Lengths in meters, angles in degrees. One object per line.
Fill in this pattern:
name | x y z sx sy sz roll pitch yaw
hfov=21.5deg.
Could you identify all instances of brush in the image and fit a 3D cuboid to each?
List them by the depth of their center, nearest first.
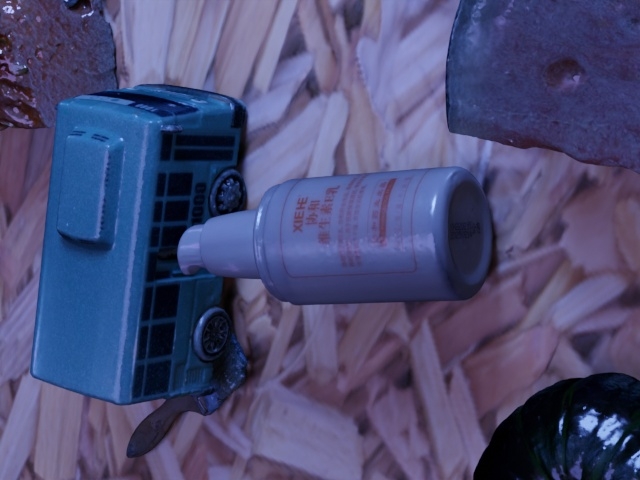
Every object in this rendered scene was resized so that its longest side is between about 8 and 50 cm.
brush | -0.128 0.144 1.513 0.196 0.021 0.070 -48 68 37

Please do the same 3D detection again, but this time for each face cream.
face cream | 0.000 0.000 1.296 0.252 0.101 0.101 -3 101 29

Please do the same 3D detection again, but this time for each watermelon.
watermelon | 0.230 -0.161 1.101 0.318 0.148 0.226 -34 98 26
watermelon | -0.297 -0.178 1.513 0.257 0.140 0.193 19 121 25

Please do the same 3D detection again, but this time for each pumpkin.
pumpkin | 0.197 0.191 1.182 0.202 0.140 0.202 -5 81 37

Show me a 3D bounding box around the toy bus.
toy bus | -0.153 0.000 1.404 0.128 0.147 0.256 13 101 34
